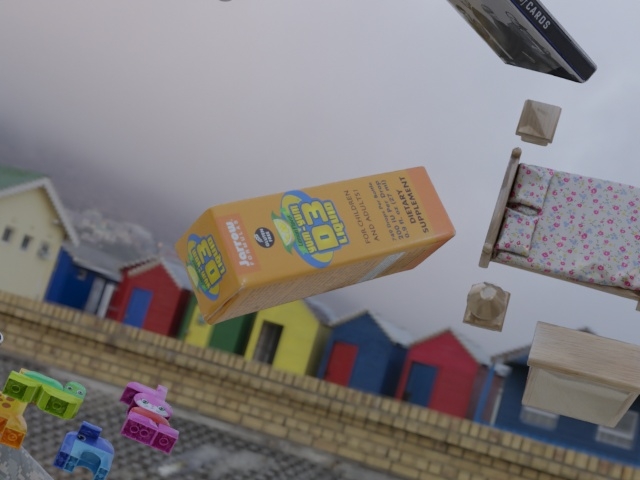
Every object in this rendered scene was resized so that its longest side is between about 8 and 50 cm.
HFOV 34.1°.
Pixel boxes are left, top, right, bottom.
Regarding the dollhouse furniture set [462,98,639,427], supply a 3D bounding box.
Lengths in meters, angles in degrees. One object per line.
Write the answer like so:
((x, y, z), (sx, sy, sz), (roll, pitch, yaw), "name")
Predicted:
((0.328, 0.007, 1.116), (0.303, 0.355, 0.174), (14, -19, 12), "dollhouse furniture set")

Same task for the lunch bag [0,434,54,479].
((-0.392, 0.318, 1.001), (0.169, 0.287, 0.235), (-14, -57, 35), "lunch bag")

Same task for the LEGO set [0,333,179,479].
((-0.245, 0.140, 0.941), (0.227, 0.087, 0.093), (25, 22, -11), "LEGO set")

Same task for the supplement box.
((0.000, 0.000, 0.888), (0.233, 0.078, 0.080), (-15, -16, -34), "supplement box")

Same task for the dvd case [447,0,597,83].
((0.175, -0.267, 1.126), (0.238, 0.029, 0.179), (41, 1, -25), "dvd case")
